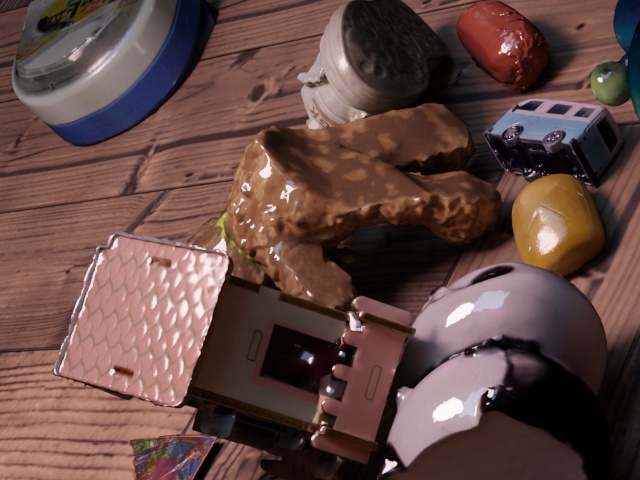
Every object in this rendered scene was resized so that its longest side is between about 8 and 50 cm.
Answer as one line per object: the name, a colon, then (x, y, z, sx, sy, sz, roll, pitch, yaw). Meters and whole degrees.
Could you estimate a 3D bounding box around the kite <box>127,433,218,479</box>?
kite: (-0.160, 0.238, 1.764, 0.159, 0.010, 0.190, -35, 29, 11)

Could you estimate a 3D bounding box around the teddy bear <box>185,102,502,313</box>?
teddy bear: (0.010, 0.002, 1.777, 0.296, 0.222, 0.246, 1, 35, -12)

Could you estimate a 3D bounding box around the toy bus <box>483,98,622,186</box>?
toy bus: (0.225, -0.098, 1.736, 0.075, 0.060, 0.123, -47, 33, -21)

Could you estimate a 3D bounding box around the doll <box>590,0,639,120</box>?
doll: (0.348, -0.161, 1.564, 0.198, 0.186, 0.322, -40, 27, 0)

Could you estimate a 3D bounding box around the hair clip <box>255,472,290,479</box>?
hair clip: (-0.053, 0.261, 1.572, 0.146, 0.056, 0.187, -29, 28, 5)

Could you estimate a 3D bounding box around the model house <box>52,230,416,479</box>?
model house: (-0.091, 0.100, 1.506, 0.326, 0.244, 0.169, 174, 117, -76)

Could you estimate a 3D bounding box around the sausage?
sausage: (0.192, -0.208, 1.904, 0.076, 0.076, 0.141, -39, 29, 1)

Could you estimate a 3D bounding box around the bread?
bread: (0.211, -0.018, 1.647, 0.082, 0.056, 0.115, -29, 32, 19)

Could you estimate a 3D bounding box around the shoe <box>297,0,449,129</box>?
shoe: (0.035, -0.166, 1.932, 0.159, 0.124, 0.316, -43, -1, 22)

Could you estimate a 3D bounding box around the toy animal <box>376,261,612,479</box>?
toy animal: (0.140, 0.121, 1.431, 0.187, 0.165, 0.235, -36, 29, 31)

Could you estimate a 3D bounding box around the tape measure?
tape measure: (-0.294, -0.258, 2.449, 0.259, 0.138, 0.262, -21, 35, 31)
